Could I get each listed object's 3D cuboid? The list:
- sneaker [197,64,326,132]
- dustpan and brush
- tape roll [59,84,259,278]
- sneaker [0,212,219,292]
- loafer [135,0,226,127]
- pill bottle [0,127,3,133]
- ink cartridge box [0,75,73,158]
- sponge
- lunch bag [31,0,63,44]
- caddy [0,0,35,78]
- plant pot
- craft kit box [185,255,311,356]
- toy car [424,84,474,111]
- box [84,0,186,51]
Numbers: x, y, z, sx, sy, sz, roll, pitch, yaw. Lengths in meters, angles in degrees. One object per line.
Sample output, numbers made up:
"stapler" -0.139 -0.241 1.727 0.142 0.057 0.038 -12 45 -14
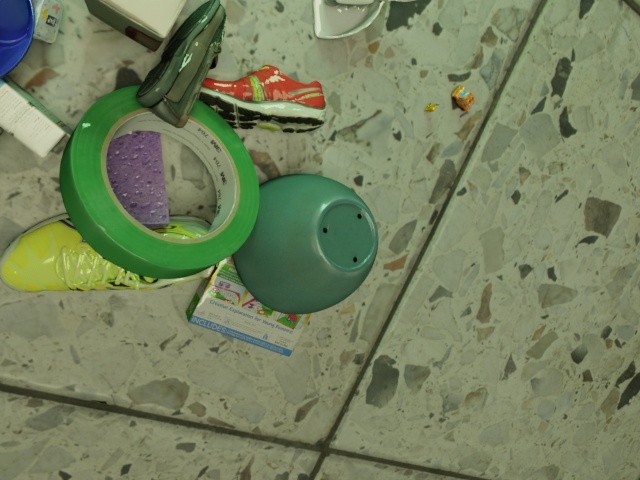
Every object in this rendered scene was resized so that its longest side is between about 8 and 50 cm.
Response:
"sneaker" -0.125 -0.280 0.975 0.278 0.107 0.119 5 77 -19
"dustpan and brush" 0.092 -0.481 1.012 0.211 0.060 0.148 -9 108 -19
"tape roll" -0.258 -0.098 0.862 0.321 0.077 0.322 16 64 -35
"sneaker" -0.368 0.024 0.922 0.384 0.147 0.145 -9 110 -19
"loafer" -0.222 -0.305 0.880 0.084 0.096 0.268 46 51 -37
"pill bottle" -0.603 -0.202 0.783 0.108 0.108 0.180 -45 116 -5
"ink cartridge box" -0.477 -0.196 0.837 0.060 0.104 0.180 -48 116 -4
"sponge" -0.339 -0.125 0.907 0.117 0.031 0.210 -5 79 -23
"lunch bag" -0.444 -0.355 0.816 0.053 0.083 0.071 17 97 -25
"caddy" -0.576 -0.356 0.693 0.341 0.179 0.241 33 73 -8
"plant pot" 0.000 0.000 0.987 0.290 0.195 0.291 4 83 -31
"craft kit box" -0.121 0.098 1.097 0.249 0.061 0.247 27 96 -26
"toy car" 0.301 -0.303 1.160 0.122 0.040 0.060 -33 114 -11
"box" -0.272 -0.398 0.791 0.126 0.232 0.149 28 94 -26
